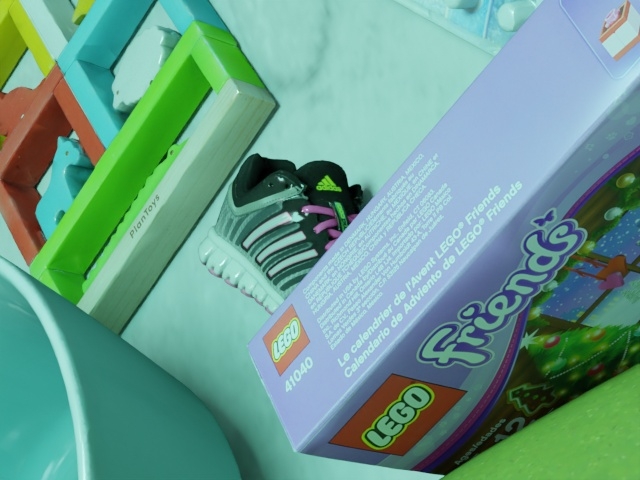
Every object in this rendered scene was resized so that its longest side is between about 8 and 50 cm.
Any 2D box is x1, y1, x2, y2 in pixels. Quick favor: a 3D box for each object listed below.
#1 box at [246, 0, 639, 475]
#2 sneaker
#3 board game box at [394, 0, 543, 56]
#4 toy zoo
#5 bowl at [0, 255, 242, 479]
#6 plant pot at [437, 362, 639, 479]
[{"bbox_3d":[0.137,-0.022,0.668,0.293,0.201,0.057,-50,47,26],"label":"box"},{"bbox_3d":[0.000,0.000,0.912,0.170,0.063,0.074,27,105,53],"label":"sneaker"},{"bbox_3d":[0.082,-0.266,0.785,0.390,0.050,0.389,36,127,42],"label":"board game box"},{"bbox_3d":[-0.145,-0.099,1.124,0.192,0.030,0.293,-54,45,22],"label":"toy zoo"},{"bbox_3d":[-0.151,0.168,0.953,0.312,0.163,0.311,-16,68,45],"label":"bowl"},{"bbox_3d":[0.074,0.198,0.657,0.293,0.275,0.275,-50,46,5],"label":"plant pot"}]
